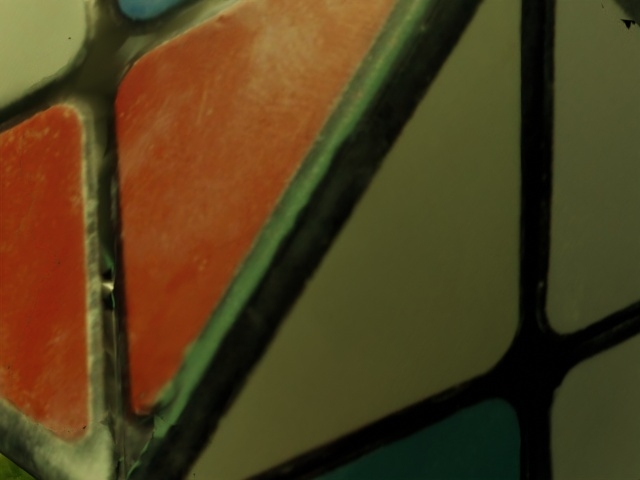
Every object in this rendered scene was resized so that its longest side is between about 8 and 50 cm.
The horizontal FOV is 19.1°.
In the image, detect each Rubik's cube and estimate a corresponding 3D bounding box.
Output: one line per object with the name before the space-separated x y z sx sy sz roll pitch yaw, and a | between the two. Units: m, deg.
Rubik's cube | 0.000 0.000 0.838 0.305 0.310 0.307 24 82 43

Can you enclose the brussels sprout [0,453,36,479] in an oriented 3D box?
brussels sprout | -0.179 0.109 1.108 0.051 0.046 0.083 105 156 -45
